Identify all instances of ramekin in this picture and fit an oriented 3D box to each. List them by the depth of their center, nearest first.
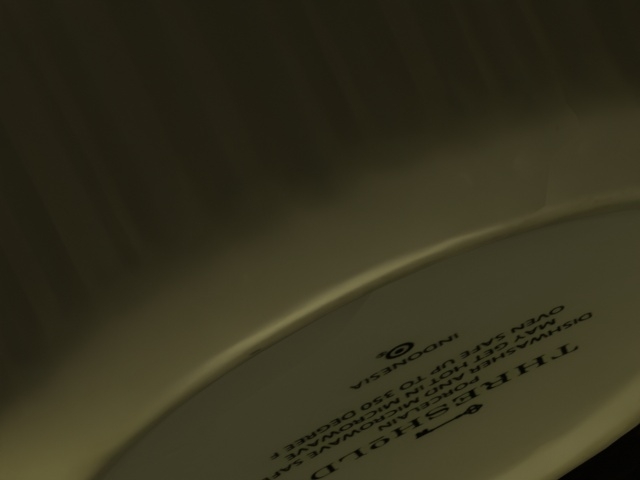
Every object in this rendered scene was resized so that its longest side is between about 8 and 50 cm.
[{"bbox_3d":[0.000,0.000,0.427,0.273,0.127,0.273,-21,153,-11],"label":"ramekin"}]
